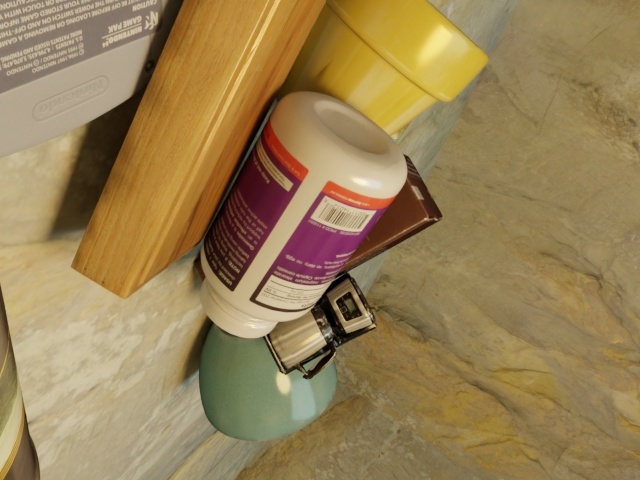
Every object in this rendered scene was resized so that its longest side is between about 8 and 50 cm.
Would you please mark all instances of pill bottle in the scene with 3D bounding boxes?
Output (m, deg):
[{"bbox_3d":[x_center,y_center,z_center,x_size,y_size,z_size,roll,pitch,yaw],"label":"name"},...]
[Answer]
[{"bbox_3d":[-0.042,-0.020,0.733,0.323,0.181,0.181,-55,169,31],"label":"pill bottle"}]

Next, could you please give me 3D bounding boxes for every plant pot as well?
[{"bbox_3d":[0.067,-0.254,0.803,0.239,0.254,0.254,-47,171,25],"label":"plant pot"},{"bbox_3d":[-0.122,0.226,1.131,0.290,0.290,0.195,-44,135,-43],"label":"plant pot"}]

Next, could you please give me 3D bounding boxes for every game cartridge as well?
[{"bbox_3d":[-0.205,-0.171,0.408,0.294,0.060,0.196,-45,157,-41],"label":"game cartridge"}]

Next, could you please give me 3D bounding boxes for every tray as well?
[{"bbox_3d":[-0.106,-0.149,0.587,0.411,0.076,0.203,-58,180,20],"label":"tray"}]

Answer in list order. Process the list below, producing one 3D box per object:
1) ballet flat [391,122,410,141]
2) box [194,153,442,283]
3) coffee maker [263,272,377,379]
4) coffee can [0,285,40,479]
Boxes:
[{"bbox_3d":[0.196,-0.354,1.258,0.348,0.123,0.123,-55,165,-20],"label":"ballet flat"},{"bbox_3d":[0.000,0.000,0.936,0.381,0.143,0.191,-28,173,17],"label":"box"},{"bbox_3d":[-0.006,0.134,0.944,0.178,0.120,0.171,-27,-164,-3],"label":"coffee maker"},{"bbox_3d":[-0.308,0.121,0.365,0.201,0.201,0.275,-43,159,-45],"label":"coffee can"}]
